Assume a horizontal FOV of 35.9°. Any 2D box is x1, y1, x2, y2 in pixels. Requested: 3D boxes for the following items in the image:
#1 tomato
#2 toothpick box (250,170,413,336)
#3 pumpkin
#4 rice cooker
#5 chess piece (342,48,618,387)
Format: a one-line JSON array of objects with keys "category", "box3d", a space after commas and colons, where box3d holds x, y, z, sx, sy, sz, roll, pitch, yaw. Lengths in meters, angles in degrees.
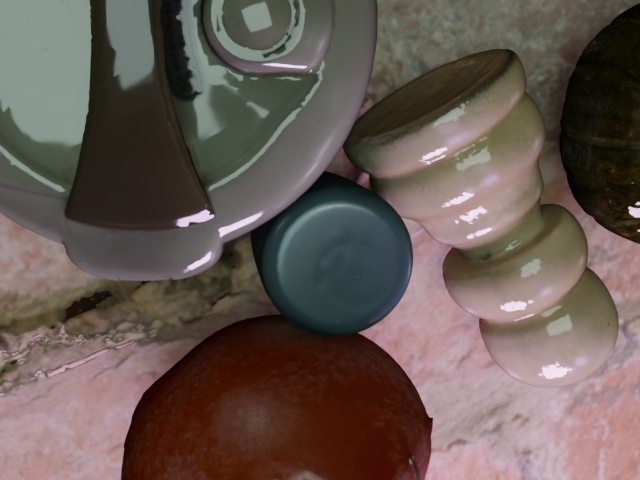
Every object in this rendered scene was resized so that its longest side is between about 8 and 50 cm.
[{"category": "tomato", "box3d": [-0.042, 0.189, 0.830, 0.265, 0.265, 0.265, -1, 100, -5]}, {"category": "toothpick box", "box3d": [0.000, 0.000, 0.835, 0.120, 0.184, 0.120, -2, 103, -10]}, {"category": "pumpkin", "box3d": [0.309, -0.102, 0.860, 0.223, 0.157, 0.224, -6, 106, -20]}, {"category": "rice cooker", "box3d": [-0.128, -0.151, 0.722, 0.335, 0.325, 0.335, -1, 100, -6]}, {"category": "chess piece", "box3d": [0.157, 0.000, 0.870, 0.167, 0.167, 0.300, -30, 107, 0]}]
